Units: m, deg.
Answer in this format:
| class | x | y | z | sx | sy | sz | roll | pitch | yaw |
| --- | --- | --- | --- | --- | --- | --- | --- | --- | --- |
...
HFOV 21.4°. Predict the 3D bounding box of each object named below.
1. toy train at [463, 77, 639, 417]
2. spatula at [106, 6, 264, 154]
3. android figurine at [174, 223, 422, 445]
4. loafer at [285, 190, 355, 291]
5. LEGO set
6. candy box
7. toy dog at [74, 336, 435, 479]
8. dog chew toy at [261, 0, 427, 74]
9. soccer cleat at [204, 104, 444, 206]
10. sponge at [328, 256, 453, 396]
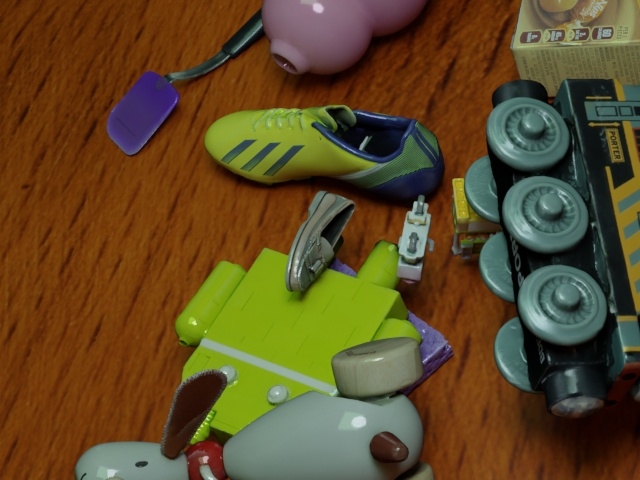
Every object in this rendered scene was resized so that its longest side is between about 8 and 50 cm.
| class | x | y | z | sx | sy | sz | roll | pitch | yaw |
| --- | --- | --- | --- | --- | --- | --- | --- | --- | --- |
| toy train | 0.243 | 0.000 | 1.507 | 0.190 | 0.142 | 0.334 | -2 | 60 | -9 |
| spatula | -0.132 | -0.213 | 1.998 | 0.296 | 0.030 | 0.084 | -39 | 47 | -11 |
| android figurine | -0.029 | 0.102 | 1.648 | 0.248 | 0.056 | 0.273 | 20 | 61 | 32 |
| loafer | 0.000 | 0.000 | 1.660 | 0.039 | 0.045 | 0.125 | 7 | 49 | 17 |
| LEGO set | 0.218 | 0.023 | 1.633 | 0.287 | 0.107 | 0.132 | 16 | 58 | 10 |
| candy box | 0.374 | -0.249 | 1.790 | 0.316 | 0.087 | 0.183 | -1 | 53 | 21 |
| toy dog | -0.041 | 0.199 | 1.477 | 0.334 | 0.161 | 0.220 | -32 | 93 | -2 |
| dog chew toy | 0.053 | -0.327 | 1.915 | 0.207 | 0.206 | 0.332 | 27 | 74 | 35 |
| soccer cleat | -0.003 | -0.112 | 1.805 | 0.289 | 0.121 | 0.093 | 11 | 58 | 29 |
| sponge | 0.020 | 0.092 | 1.692 | 0.117 | 0.031 | 0.210 | -43 | 51 | -13 |
